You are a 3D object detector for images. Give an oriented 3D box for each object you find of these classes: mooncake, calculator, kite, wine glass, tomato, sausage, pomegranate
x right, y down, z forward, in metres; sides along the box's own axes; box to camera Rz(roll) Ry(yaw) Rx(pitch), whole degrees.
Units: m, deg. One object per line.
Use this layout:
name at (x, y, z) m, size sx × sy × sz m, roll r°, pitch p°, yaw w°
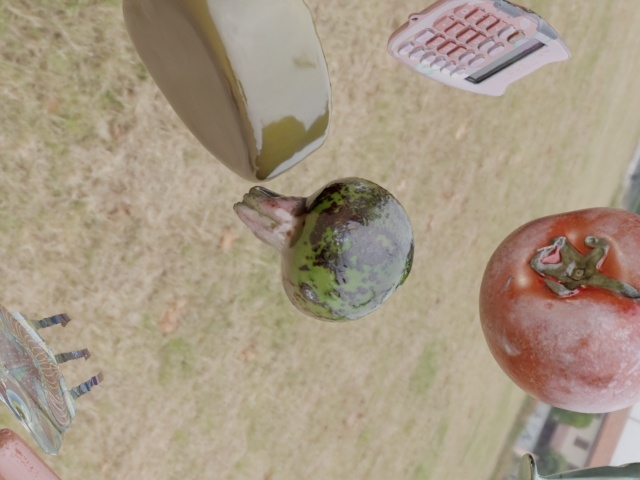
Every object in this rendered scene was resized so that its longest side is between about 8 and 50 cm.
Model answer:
mooncake at (-0.078, -0.169, 0.774) m, size 0.117 × 0.235 × 0.234 m, roll -38°, pitch 151°, yaw -21°
calculator at (0.264, -0.336, 1.419) m, size 0.330 × 0.220 × 0.048 m, roll 10°, pitch 66°, yaw -42°
kite at (-0.206, 0.085, 0.625) m, size 0.016 × 0.127 × 0.229 m, roll -30°, pitch 180°, yaw -3°
wine glass at (0.302, 0.274, 0.927) m, size 0.073 × 0.155 × 0.073 m, roll 8°, pitch 90°, yaw -90°
tomato at (0.343, 0.096, 1.080) m, size 0.270 × 0.270 × 0.227 m, roll -58°, pitch 142°, yaw -27°
sausage at (-0.416, 0.331, 1.178) m, size 0.154 × 0.062 × 0.062 m, roll 57°, pitch 48°, yaw -23°
pomegranate at (0.009, -0.002, 0.770) m, size 0.126 × 0.163 × 0.138 m, roll -23°, pitch 148°, yaw -47°
